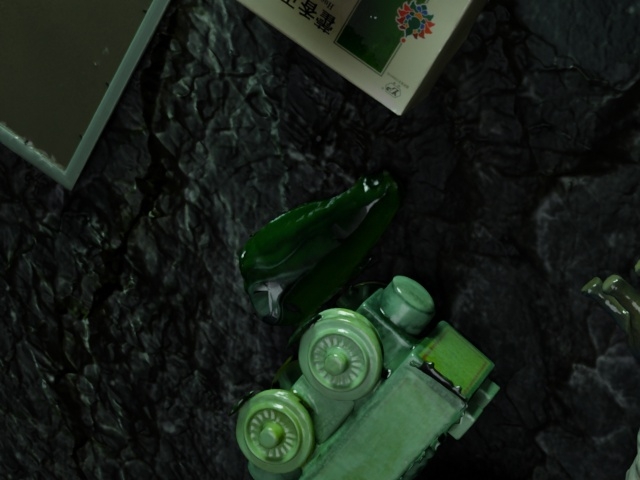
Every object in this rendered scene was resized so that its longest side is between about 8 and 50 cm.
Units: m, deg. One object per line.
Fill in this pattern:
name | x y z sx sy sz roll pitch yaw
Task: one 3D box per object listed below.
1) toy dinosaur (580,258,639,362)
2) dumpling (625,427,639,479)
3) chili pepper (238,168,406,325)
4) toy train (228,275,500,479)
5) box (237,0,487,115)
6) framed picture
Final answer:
toy dinosaur | 0.360 0.078 1.463 0.247 0.075 0.188 -41 99 22
dumpling | 0.357 0.237 1.476 0.151 0.124 0.229 14 126 39
chili pepper | 0.001 -0.001 1.569 0.216 0.062 0.108 -42 89 26
toy train | 0.040 0.167 1.556 0.188 0.159 0.272 41 112 6
box | 0.043 -0.247 1.451 0.212 0.095 0.168 36 119 8
framed picture | -0.291 -0.231 1.631 0.232 0.019 0.296 36 116 7
